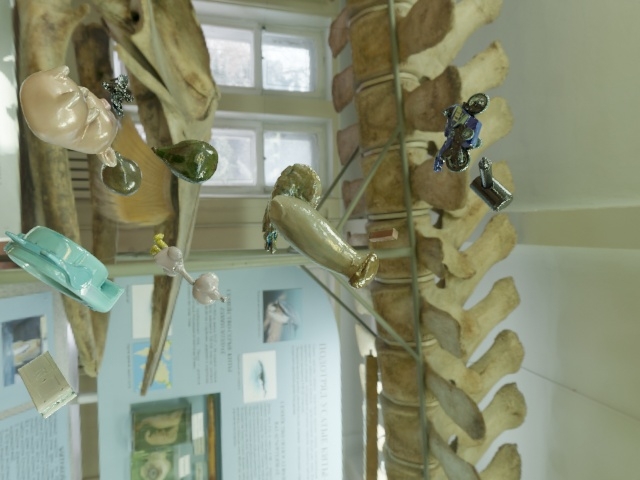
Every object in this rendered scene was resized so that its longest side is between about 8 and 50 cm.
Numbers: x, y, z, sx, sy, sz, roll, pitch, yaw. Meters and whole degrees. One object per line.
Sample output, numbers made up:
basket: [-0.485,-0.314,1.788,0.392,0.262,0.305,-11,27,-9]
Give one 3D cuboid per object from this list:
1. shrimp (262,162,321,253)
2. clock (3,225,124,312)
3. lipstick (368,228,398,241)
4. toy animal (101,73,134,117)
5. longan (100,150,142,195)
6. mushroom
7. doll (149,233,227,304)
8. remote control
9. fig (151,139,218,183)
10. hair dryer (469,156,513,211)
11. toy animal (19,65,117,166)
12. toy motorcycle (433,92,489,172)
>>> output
shrimp: [-0.148,-0.146,1.955,0.446,0.221,0.110,-63,-175,6]
clock: [-0.601,0.059,0.978,0.094,0.223,0.274,-61,172,-28]
lipstick: [0.312,-0.025,2.083,0.145,0.045,0.045,-8,-121,43]
toy animal: [-0.736,-0.543,1.528,0.108,0.062,0.220,56,23,-63]
longan: [-0.858,-0.291,1.798,0.185,0.159,0.204,40,-37,28]
mushroom: [0.000,0.000,1.135,0.350,0.128,0.128,35,-39,14]
doll: [-0.512,0.129,1.616,0.160,0.365,0.094,-55,179,41]
remote control: [-0.892,0.463,1.364,0.277,0.103,0.056,19,-45,42]
fig: [-0.348,-0.207,1.071,0.117,0.177,0.117,12,90,-73]
hair dryer: [0.476,-0.167,1.163,0.114,0.070,0.248,54,8,25]
toy animal: [-0.564,-0.279,0.955,0.250,0.154,0.167,69,-1,-81]
toy motorcycle: [0.516,-0.404,1.575,0.168,0.113,0.316,20,-86,38]
